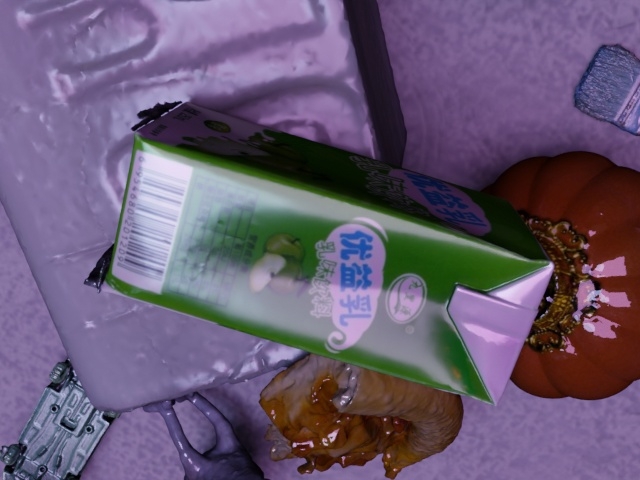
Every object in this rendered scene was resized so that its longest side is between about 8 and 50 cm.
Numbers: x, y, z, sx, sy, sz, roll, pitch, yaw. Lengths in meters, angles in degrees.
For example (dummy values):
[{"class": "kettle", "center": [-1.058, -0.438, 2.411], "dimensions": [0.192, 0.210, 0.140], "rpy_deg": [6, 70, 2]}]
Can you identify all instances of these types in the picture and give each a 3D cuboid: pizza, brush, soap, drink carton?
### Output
[{"class": "pizza", "center": [0.036, 0.162, 0.745], "dimensions": [0.182, 0.365, 0.074], "rpy_deg": [-13, 66, -2]}, {"class": "brush", "center": [0.335, -0.116, 0.788], "dimensions": [0.196, 0.021, 0.070], "rpy_deg": [25, 106, -5]}, {"class": "soap", "center": [-0.101, -0.110, 0.725], "dimensions": [0.350, 0.213, 0.436], "rpy_deg": [-14, 106, 7]}, {"class": "drink carton", "center": [0.000, 0.000, 0.563], "dimensions": [0.270, 0.161, 0.108], "rpy_deg": [18, 107, -2]}]

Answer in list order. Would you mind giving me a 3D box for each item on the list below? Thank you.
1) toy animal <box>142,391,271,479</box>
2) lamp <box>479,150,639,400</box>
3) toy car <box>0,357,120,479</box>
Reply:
[{"class": "toy animal", "center": [-0.103, 0.230, 0.844], "dimensions": [0.081, 0.367, 0.206], "rpy_deg": [-25, 71, -26]}, {"class": "lamp", "center": [0.218, 0.032, 0.747], "dimensions": [0.223, 0.196, 0.223], "rpy_deg": [0, 91, 39]}, {"class": "toy car", "center": [-0.277, 0.204, 0.909], "dimensions": [0.093, 0.058, 0.186], "rpy_deg": [30, 94, -4]}]
